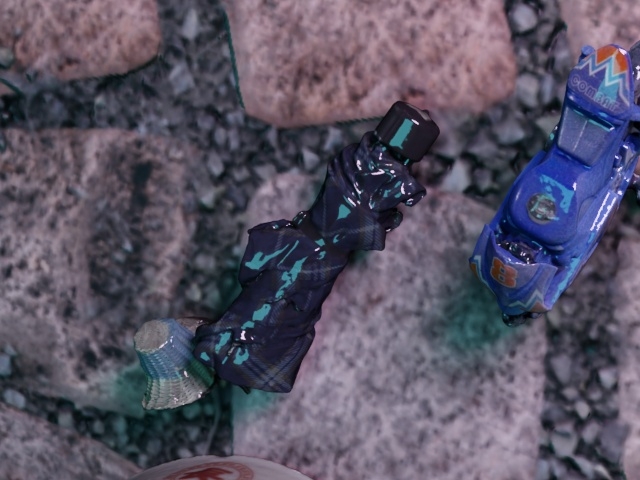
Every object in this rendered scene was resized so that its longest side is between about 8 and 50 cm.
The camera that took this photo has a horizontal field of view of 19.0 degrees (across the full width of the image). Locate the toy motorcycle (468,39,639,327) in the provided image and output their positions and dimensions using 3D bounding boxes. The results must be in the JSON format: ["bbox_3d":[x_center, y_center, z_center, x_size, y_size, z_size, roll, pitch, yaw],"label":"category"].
[{"bbox_3d":[0.149,-0.029,1.147,0.076,0.114,0.205,33,113,19],"label":"toy motorcycle"}]

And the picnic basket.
[{"bbox_3d":[-0.094,0.089,1.325,0.065,0.083,0.083,-14,130,22],"label":"picnic basket"}]

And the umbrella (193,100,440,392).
[{"bbox_3d":[-0.002,-0.002,1.260,0.224,0.080,0.071,-54,40,21],"label":"umbrella"}]

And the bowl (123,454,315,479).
[{"bbox_3d":[-0.114,0.295,1.253,0.337,0.157,0.337,-8,72,26],"label":"bowl"}]
